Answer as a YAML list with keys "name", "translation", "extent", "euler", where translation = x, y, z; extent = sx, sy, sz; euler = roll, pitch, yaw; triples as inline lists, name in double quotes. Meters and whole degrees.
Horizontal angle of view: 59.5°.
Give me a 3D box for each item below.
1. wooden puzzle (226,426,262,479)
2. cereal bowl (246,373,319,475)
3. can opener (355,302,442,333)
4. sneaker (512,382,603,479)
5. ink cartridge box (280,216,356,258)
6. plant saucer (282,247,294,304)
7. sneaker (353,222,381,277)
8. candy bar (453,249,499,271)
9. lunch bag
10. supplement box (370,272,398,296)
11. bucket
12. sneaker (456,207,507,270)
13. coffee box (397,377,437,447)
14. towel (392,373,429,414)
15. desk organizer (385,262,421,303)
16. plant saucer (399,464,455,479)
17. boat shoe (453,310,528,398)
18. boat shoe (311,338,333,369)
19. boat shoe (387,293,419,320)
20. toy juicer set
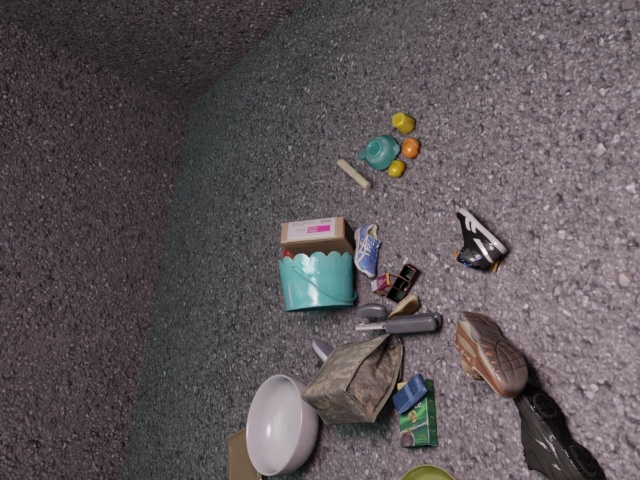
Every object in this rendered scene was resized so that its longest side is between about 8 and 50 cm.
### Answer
- name: "wooden puzzle"
  translation: [-0.291, 0.864, 2.191]
  extent: [0.221, 0.044, 0.238]
  euler: [-39, 50, 36]
- name: "cereal bowl"
  translation: [-0.115, 0.650, 1.967]
  extent: [0.339, 0.141, 0.338]
  euler: [-28, 52, 43]
- name: "can opener"
  translation: [0.226, 0.234, 1.706]
  extent: [0.284, 0.076, 0.095]
  euler: [-12, 92, 37]
- name: "sneaker"
  translation: [0.500, 0.451, 1.272]
  extent: [0.130, 0.109, 0.286]
  euler: [-58, 32, 30]
- name: "ink cartridge box"
  translation: [0.000, 0.000, 2.013]
  extent: [0.235, 0.193, 0.088]
  euler: [-5, 65, 18]
- name: "plant saucer"
  translation: [-0.057, 0.106, 2.244]
  extent: [0.259, 0.048, 0.258]
  euler: [-31, 50, 41]
- name: "sneaker"
  translation: [0.166, 0.031, 1.950]
  extent: [0.081, 0.080, 0.211]
  euler: [-37, 47, 40]
- name: "candy bar"
  translation: [0.446, 0.057, 1.611]
  extent: [0.162, 0.018, 0.040]
  euler: [15, 86, 54]
- name: "lunch bag"
  translation: [0.116, 0.416, 1.733]
  extent: [0.235, 0.169, 0.287]
  euler: [-27, 18, 49]
- name: "supplement box"
  translation: [0.214, 0.146, 1.848]
  extent: [0.083, 0.055, 0.043]
  euler: [-34, 48, 41]
- name: "bucket"
  translation: [-0.009, 0.150, 1.958]
  extent: [0.281, 0.281, 0.182]
  euler: [-18, 74, 49]
- name: "sneaker"
  translation: [0.420, 0.001, 1.597]
  extent: [0.121, 0.079, 0.216]
  euler: [-45, 38, 10]
- name: "coffee box"
  translation: [0.275, 0.494, 1.603]
  extent: [0.113, 0.041, 0.184]
  euler: [-27, 53, 45]
- name: "towel"
  translation: [0.254, 0.437, 1.596]
  extent: [0.119, 0.029, 0.067]
  euler: [-51, 38, 24]
- name: "desk organizer"
  translation: [0.262, 0.138, 1.777]
  extent: [0.047, 0.050, 0.130]
  euler: [34, 103, 25]
- name: "plant saucer"
  translation: [0.290, 0.715, 1.461]
  extent: [0.241, 0.037, 0.240]
  euler: [-24, 54, 38]
- name: "boat shoe"
  translation: [0.418, 0.299, 1.408]
  extent: [0.324, 0.123, 0.116]
  euler: [-92, 19, -70]
- name: "boat shoe"
  translation: [0.025, 0.435, 1.949]
  extent: [0.228, 0.080, 0.076]
  euler: [44, 108, 45]
- name: "boat shoe"
  translation: [0.262, 0.217, 1.762]
  extent: [0.135, 0.050, 0.045]
  euler: [-44, 18, 35]
- name: "toy juicer set"
  translation: [0.229, -0.293, 2.032]
  extent: [0.329, 0.090, 0.209]
  euler: [-36, 59, 28]
